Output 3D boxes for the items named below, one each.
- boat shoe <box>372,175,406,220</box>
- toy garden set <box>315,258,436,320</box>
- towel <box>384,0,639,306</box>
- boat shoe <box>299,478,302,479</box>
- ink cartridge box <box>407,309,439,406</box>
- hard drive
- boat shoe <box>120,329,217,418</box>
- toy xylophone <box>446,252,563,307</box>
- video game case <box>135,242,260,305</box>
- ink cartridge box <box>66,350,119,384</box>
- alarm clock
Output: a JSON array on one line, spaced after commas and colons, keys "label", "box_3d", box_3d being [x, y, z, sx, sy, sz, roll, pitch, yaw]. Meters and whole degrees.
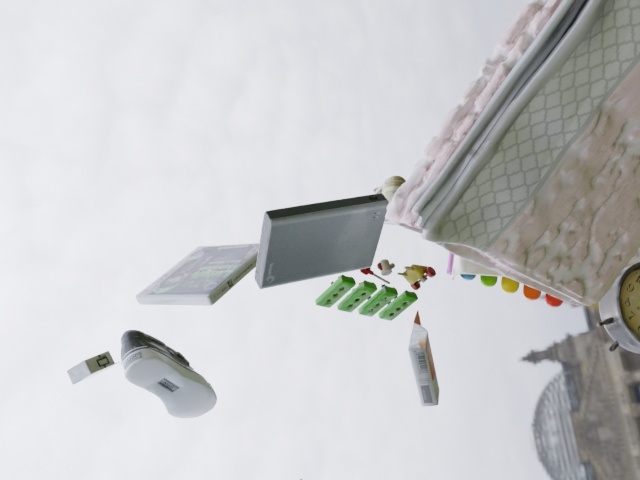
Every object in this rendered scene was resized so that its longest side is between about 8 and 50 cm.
[{"label": "boat shoe", "box_3d": [0.162, -0.082, 1.735, 0.285, 0.104, 0.089, 138, 134, -87]}, {"label": "toy garden set", "box_3d": [0.139, 0.104, 1.904, 0.244, 0.204, 0.049, 16, -135, -35]}, {"label": "towel", "box_3d": [0.247, -0.103, 0.653, 0.317, 0.332, 0.053, 17, -157, -44]}, {"label": "boat shoe", "box_3d": [-0.021, 0.447, 1.294, 0.119, 0.121, 0.335, 36, -169, 20]}, {"label": "ink cartridge box", "box_3d": [0.233, 0.253, 1.714, 0.179, 0.045, 0.145, -57, -44, -63]}, {"label": "hard drive", "box_3d": [0.000, 0.000, 0.825, 0.022, 0.135, 0.094, 57, 147, 40]}, {"label": "boat shoe", "box_3d": [-0.316, 0.275, 1.631, 0.301, 0.108, 0.102, 49, -171, -50]}, {"label": "toy xylophone", "box_3d": [0.454, 0.012, 1.813, 0.081, 0.323, 0.236, 44, -119, -63]}, {"label": "video game case", "box_3d": [-0.201, 0.057, 1.361, 0.173, 0.190, 0.022, -44, -60, -43]}, {"label": "ink cartridge box", "box_3d": [-0.396, 0.220, 1.378, 0.028, 0.048, 0.083, 62, -157, 5]}, {"label": "alarm clock", "box_3d": [0.481, 0.085, 1.149, 0.129, 0.064, 0.192, 40, -109, -2]}]
